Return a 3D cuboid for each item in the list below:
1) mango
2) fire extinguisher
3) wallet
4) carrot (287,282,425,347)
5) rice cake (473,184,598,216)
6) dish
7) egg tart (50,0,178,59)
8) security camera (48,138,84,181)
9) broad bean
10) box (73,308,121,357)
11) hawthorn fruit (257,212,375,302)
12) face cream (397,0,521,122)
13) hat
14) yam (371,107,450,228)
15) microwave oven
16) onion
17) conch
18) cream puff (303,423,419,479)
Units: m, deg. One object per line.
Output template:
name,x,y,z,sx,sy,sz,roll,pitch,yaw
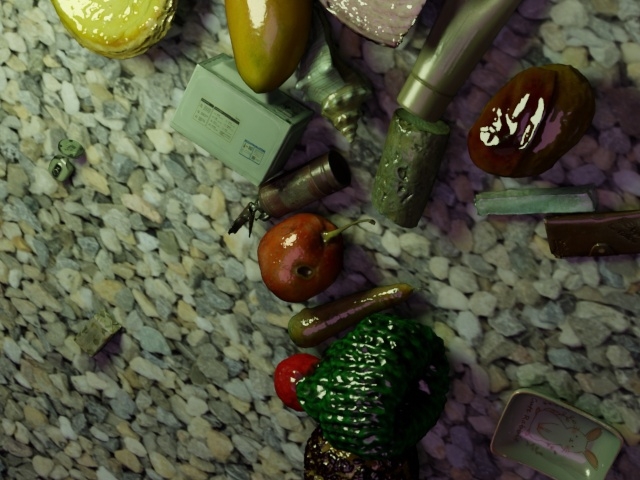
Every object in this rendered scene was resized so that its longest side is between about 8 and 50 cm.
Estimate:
mango,-0.086,-0.386,1.729,0.175,0.139,0.254,163,102,-64
fire extinguisher,-0.070,-0.082,1.883,0.252,0.106,0.075,-23,105,27
wallet,0.476,-0.010,1.722,0.176,0.026,0.095,-4,130,22
carrot,0.070,0.132,1.933,0.298,0.078,0.078,-23,100,24
rice cake,0.371,-0.068,1.751,0.211,0.034,0.043,-2,117,22
dish,0.436,0.359,1.862,0.212,0.077,0.151,24,115,13
egg tart,-0.366,-0.485,1.838,0.315,0.120,0.315,10,112,26
security camera,-0.527,-0.159,2.076,0.058,0.058,0.092,38,127,5
broad bean,0.347,-0.194,1.666,0.228,0.122,0.156,-42,65,23
box,-0.484,0.201,2.194,0.062,0.045,0.098,43,118,1
hawthorn fruit,0.000,0.000,1.846,0.165,0.165,0.285,49,130,-1
face cream,0.244,-0.359,1.675,0.137,0.084,0.341,37,112,16
hat,0.052,0.258,1.893,0.332,0.274,0.242,6,115,37
yam,0.154,-0.124,1.778,0.107,0.107,0.194,22,117,13
microwave oven,-0.142,-0.225,1.850,0.208,0.122,0.162,35,118,6
onion,0.101,-0.472,1.666,0.247,0.111,0.250,37,113,14
conch,0.007,-0.280,1.760,0.114,0.137,0.234,-30,103,12
cream puff,0.076,0.452,1.993,0.239,0.165,0.239,9,112,22
